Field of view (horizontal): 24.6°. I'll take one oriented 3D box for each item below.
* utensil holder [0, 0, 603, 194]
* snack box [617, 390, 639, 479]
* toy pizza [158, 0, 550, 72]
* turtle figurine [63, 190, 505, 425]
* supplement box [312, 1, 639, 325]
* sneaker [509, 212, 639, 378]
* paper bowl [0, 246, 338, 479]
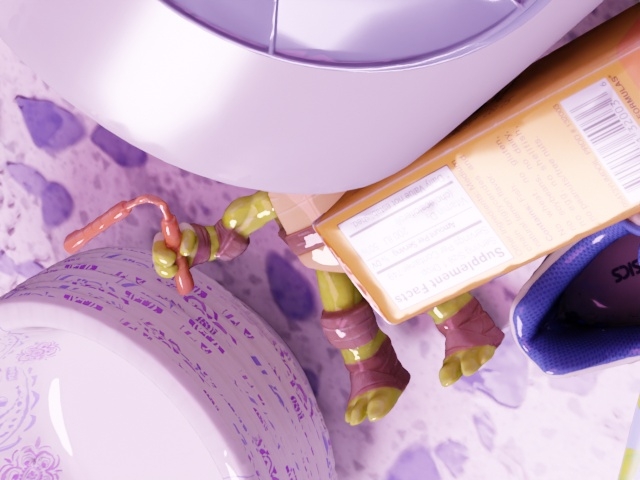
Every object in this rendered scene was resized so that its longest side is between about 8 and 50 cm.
[{"bbox_3d":[0.046,-0.240,0.584,0.328,0.327,0.385,50,134,4],"label":"utensil holder"},{"bbox_3d":[0.264,0.165,0.801,0.207,0.070,0.175,23,126,27],"label":"snack box"},{"bbox_3d":[-0.005,-0.140,0.451,0.201,0.032,0.201,14,135,14],"label":"toy pizza"},{"bbox_3d":[0.000,0.000,0.887,0.269,0.087,0.217,-29,102,10],"label":"turtle figurine"},{"bbox_3d":[0.106,-0.040,0.730,0.233,0.078,0.080,-26,104,42],"label":"supplement box"},{"bbox_3d":[0.220,-0.004,0.705,0.296,0.131,0.112,-35,88,41],"label":"sneaker"},{"bbox_3d":[-0.113,0.139,1.015,0.284,0.148,0.284,17,121,30],"label":"paper bowl"}]
